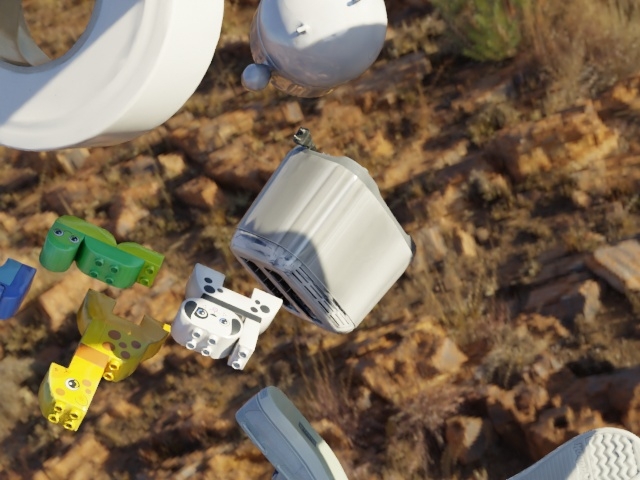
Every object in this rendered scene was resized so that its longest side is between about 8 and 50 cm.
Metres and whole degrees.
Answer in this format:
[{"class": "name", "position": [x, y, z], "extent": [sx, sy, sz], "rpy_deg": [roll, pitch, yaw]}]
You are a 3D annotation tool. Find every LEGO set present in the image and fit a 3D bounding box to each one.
[{"class": "LEGO set", "position": [-0.147, 0.044, 0.549], "extent": [0.227, 0.087, 0.093], "rpy_deg": [24, 35, -9]}]

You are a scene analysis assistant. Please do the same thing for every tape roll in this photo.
[{"class": "tape roll", "position": [-0.231, -0.222, 0.857], "extent": [0.286, 0.286, 0.100], "rpy_deg": [-10, 3, 20]}]

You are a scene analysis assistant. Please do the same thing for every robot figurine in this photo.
[{"class": "robot figurine", "position": [-0.008, -0.338, 1.562], "extent": [0.300, 0.200, 0.353], "rpy_deg": [-43, 8, -5]}]

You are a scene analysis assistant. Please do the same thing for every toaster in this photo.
[{"class": "toaster", "position": [0.000, 0.000, 1.078], "extent": [0.129, 0.227, 0.146], "rpy_deg": [21, 68, 41]}]

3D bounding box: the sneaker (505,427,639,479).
[{"class": "sneaker", "position": [0.143, 0.256, 0.742], "extent": [0.256, 0.151, 0.094], "rpy_deg": [-22, 38, -7]}]

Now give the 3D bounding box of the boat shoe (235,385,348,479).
[{"class": "boat shoe", "position": [-0.035, 0.310, 1.356], "extent": [0.081, 0.227, 0.079], "rpy_deg": [-34, 7, 14]}]
